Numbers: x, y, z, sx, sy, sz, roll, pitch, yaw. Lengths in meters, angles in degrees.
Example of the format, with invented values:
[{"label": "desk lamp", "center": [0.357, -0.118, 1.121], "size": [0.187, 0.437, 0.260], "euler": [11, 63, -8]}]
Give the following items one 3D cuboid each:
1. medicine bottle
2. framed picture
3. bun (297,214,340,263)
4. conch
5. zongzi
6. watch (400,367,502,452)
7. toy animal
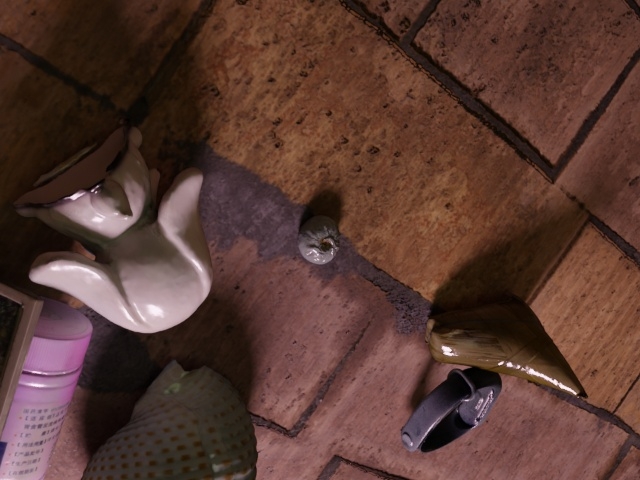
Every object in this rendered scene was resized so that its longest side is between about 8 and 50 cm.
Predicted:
[{"label": "medicine bottle", "center": [-0.432, 0.217, 1.183], "size": [0.152, 0.152, 0.253], "euler": [14, 104, -31]}, {"label": "framed picture", "center": [-0.514, 0.175, 1.110], "size": [0.241, 0.020, 0.324], "euler": [24, 103, 11]}, {"label": "bun", "center": [0.000, 0.000, 1.378], "size": [0.083, 0.045, 0.083], "euler": [-12, 115, -28]}, {"label": "conch", "center": [-0.219, 0.377, 1.334], "size": [0.303, 0.215, 0.319], "euler": [14, 105, -42]}, {"label": "zongzi", "center": [0.336, 0.221, 1.531], "size": [0.228, 0.256, 0.115], "euler": [-11, 137, -22]}, {"label": "watch", "center": [0.255, 0.324, 1.602], "size": [0.193, 0.068, 0.206], "euler": [-14, 140, -35]}, {"label": "toy animal", "center": [-0.260, -0.012, 1.162], "size": [0.289, 0.174, 0.249], "euler": [34, 94, -33]}]
